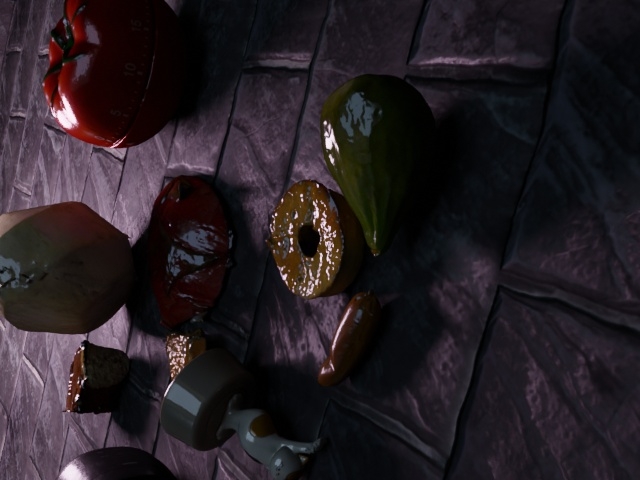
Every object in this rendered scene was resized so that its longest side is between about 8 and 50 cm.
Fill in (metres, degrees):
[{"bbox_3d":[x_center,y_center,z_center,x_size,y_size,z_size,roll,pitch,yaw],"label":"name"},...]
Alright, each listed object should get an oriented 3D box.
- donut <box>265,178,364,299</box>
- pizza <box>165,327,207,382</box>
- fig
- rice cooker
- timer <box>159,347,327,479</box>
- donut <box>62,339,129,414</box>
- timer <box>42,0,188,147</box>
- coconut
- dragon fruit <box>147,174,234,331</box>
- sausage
[{"bbox_3d":[0.000,0.001,1.076,0.174,0.075,0.190,-54,51,27],"label":"donut"},{"bbox_3d":[-0.270,0.238,1.370,0.199,0.062,0.188,45,125,53],"label":"pizza"},{"bbox_3d":[0.092,-0.117,0.936,0.167,0.167,0.233,-7,114,50],"label":"fig"},{"bbox_3d":[-0.402,0.542,1.324,0.224,0.267,0.267,0,83,51],"label":"rice cooker"},{"bbox_3d":[-0.117,0.318,1.126,0.266,0.175,0.175,28,106,30],"label":"timer"},{"bbox_3d":[-0.543,0.332,1.628,0.144,0.126,0.186,-2,78,57],"label":"donut"},{"bbox_3d":[-0.470,-0.401,1.559,0.378,0.279,0.378,-13,74,51],"label":"timer"},{"bbox_3d":[-0.628,0.055,1.594,0.353,0.353,0.352,-12,74,49],"label":"coconut"},{"bbox_3d":[-0.286,0.005,1.407,0.282,0.100,0.343,-19,69,42],"label":"dragon fruit"},{"bbox_3d":[0.045,0.151,1.008,0.062,0.054,0.183,-93,24,-69],"label":"sausage"}]
